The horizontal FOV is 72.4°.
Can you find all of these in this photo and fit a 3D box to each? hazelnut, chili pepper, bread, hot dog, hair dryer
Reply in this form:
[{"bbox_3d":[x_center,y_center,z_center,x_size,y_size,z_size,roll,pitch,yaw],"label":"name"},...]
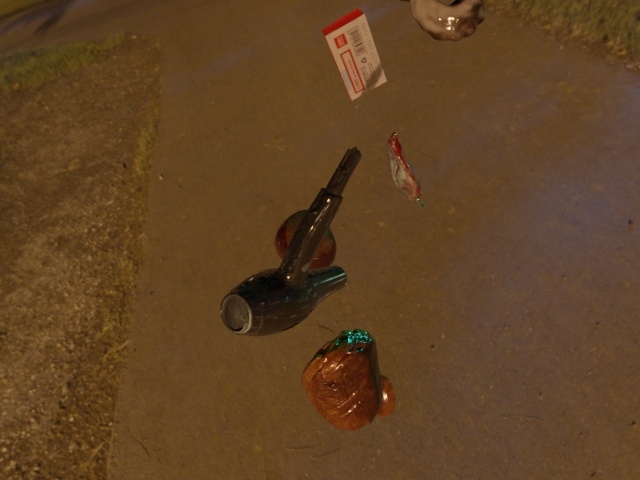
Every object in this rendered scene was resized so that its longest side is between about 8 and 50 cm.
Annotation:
[{"bbox_3d":[-0.048,0.015,1.581,0.229,0.229,0.229,-9,43,9],"label":"hazelnut"},{"bbox_3d":[0.146,-0.119,0.769,0.050,0.153,0.041,4,48,43],"label":"chili pepper"},{"bbox_3d":[0.165,0.464,1.314,0.044,0.129,0.126,-19,11,-40],"label":"bread"},{"bbox_3d":[0.052,0.260,0.823,0.160,0.227,0.099,-26,33,-24],"label":"hot dog"},{"bbox_3d":[0.000,0.000,0.472,0.075,0.219,0.195,39,27,23],"label":"hair dryer"}]

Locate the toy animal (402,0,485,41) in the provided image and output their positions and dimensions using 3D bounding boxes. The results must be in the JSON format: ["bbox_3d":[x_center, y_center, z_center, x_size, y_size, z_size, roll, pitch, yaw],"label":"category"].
[{"bbox_3d":[0.220,-0.466,0.624,0.344,0.194,0.303,-31,85,-1],"label":"toy animal"}]

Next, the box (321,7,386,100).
[{"bbox_3d":[0.101,-0.516,1.236,0.123,0.229,0.050,-28,47,7],"label":"box"}]
